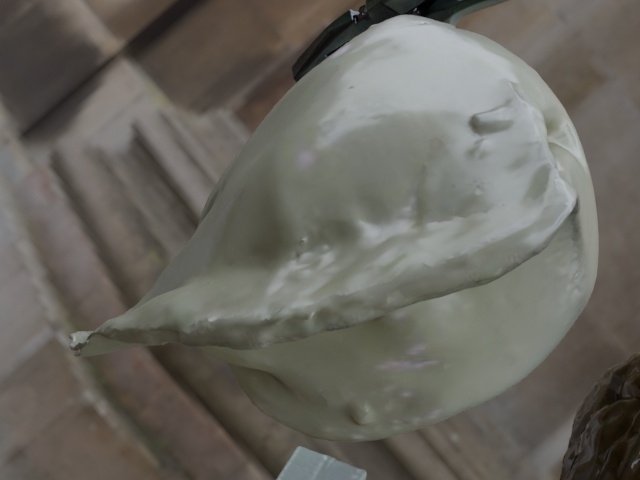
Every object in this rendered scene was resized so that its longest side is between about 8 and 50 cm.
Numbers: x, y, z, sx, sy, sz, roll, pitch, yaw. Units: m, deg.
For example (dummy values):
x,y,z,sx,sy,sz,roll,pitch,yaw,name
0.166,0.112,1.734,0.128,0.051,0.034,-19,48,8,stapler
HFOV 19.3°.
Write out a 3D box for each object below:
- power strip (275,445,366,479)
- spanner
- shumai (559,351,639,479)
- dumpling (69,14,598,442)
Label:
x,y,z,sx,sy,sz,roll,pitch,yaw,name
-0.025,0.360,1.840,0.141,0.261,0.229,21,11,6,power strip
0.111,-0.216,1.565,0.095,0.325,0.040,45,25,-36,spanner
0.287,0.233,1.240,0.217,0.283,0.346,-56,151,-61,shumai
0.000,0.000,1.115,0.395,0.316,0.233,-128,-157,-83,dumpling
